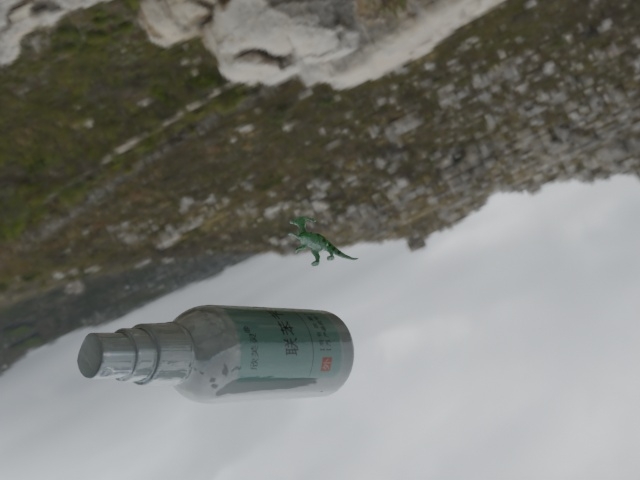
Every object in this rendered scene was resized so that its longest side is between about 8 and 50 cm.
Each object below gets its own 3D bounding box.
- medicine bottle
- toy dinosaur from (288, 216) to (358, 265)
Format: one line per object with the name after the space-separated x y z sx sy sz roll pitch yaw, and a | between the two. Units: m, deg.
-0.111 0.128 1.041 0.110 0.110 0.351 -24 159 38 | medicine bottle
0.000 0.000 1.081 0.083 0.062 0.021 4 144 -26 | toy dinosaur
